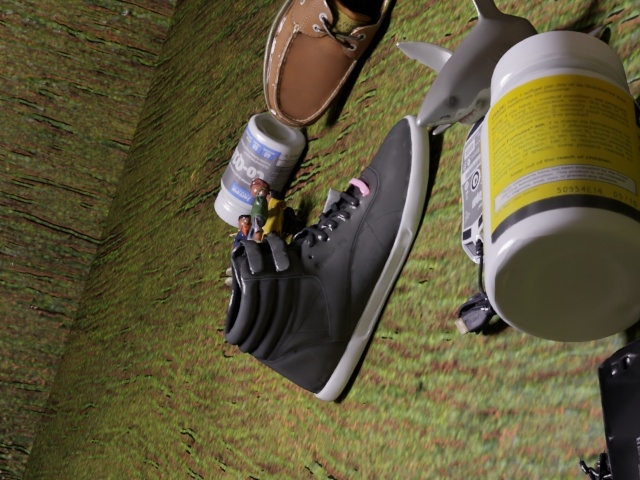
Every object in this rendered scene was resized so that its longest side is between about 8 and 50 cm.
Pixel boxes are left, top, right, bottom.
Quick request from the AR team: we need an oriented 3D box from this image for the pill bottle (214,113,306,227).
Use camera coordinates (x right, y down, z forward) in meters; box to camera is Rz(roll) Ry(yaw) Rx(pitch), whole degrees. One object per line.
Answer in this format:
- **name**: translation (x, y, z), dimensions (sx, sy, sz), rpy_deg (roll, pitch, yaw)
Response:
- **pill bottle**: translation (-0.080, -0.086, 2.131), dimensions (0.078, 0.078, 0.137), rpy_deg (-95, 29, -56)

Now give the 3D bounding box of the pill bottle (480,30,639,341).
- **pill bottle**: translation (0.170, -0.043, 1.159), dimensions (0.208, 0.119, 0.119), rpy_deg (-87, 22, -44)

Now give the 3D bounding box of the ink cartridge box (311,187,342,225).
- **ink cartridge box**: translation (0.016, 0.010, 1.719), dimensions (0.029, 0.063, 0.115), rpy_deg (164, 124, -72)

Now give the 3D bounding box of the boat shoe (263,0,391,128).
- **boat shoe**: translation (0.017, -0.268, 1.956), dimensions (0.104, 0.110, 0.307), rpy_deg (-117, 48, -70)

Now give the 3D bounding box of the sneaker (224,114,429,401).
- **sneaker**: translation (0.000, 0.000, 1.634), dimensions (0.104, 0.147, 0.296), rpy_deg (-137, 69, -75)

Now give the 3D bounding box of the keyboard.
- **keyboard**: translation (0.205, 0.139, 1.012), dimensions (0.100, 0.038, 0.192), rpy_deg (-32, 34, 29)

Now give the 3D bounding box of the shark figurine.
- **shark figurine**: translation (0.136, -0.173, 1.409), dimensions (0.166, 0.116, 0.278), rpy_deg (-33, 5, 7)

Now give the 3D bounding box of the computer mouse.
- **computer mouse**: translation (0.145, -0.018, 1.364), dimensions (0.106, 0.042, 0.193), rpy_deg (126, 152, -59)

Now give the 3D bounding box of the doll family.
- **doll family**: translation (-0.073, -0.005, 2.025), dimensions (0.193, 0.076, 0.111), rpy_deg (127, 152, -56)
